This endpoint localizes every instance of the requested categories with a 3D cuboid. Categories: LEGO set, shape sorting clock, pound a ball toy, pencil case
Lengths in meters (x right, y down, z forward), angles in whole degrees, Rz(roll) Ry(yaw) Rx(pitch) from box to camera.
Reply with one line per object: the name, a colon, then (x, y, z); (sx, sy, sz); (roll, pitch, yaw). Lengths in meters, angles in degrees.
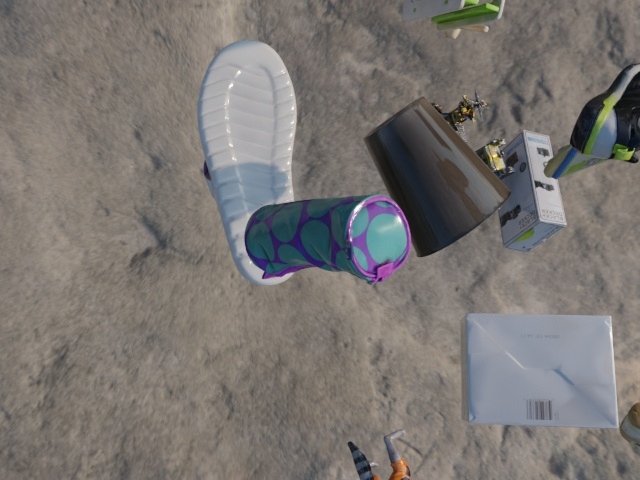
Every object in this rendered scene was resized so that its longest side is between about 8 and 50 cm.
LEGO set: (0.379, -0.263, 1.771); (0.254, 0.192, 0.332); (2, 70, -33)
shape sorting clock: (0.538, -0.187, 1.302); (0.206, 0.206, 0.040); (-19, 71, -7)
pound a ball toy: (0.361, -0.622, 1.694); (0.208, 0.319, 0.136); (6, 98, -24)
pencil case: (0.000, 0.000, 0.546); (0.064, 0.151, 0.070); (-2, 91, -38)

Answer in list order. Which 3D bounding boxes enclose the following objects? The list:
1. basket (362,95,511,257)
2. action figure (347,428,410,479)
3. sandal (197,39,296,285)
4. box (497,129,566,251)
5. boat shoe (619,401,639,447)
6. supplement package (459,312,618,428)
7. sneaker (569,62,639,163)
basket: (0.187, -0.120, 1.142); (0.204, 0.154, 0.227); (-37, 98, -8)
action figure: (0.129, 0.671, 1.583); (0.178, 0.330, 0.341); (24, 131, -24)
sandal: (-0.128, -0.130, 1.111); (0.169, 0.102, 0.417); (-2, 85, -23)
box: (0.564, -0.134, 1.796); (0.087, 0.169, 0.290); (9, 62, -19)
boat shoe: (0.479, 0.269, 0.860); (0.170, 0.059, 0.063); (25, 50, 11)
supplement package: (0.405, 0.248, 1.250); (0.261, 0.145, 0.204); (0, 78, 7)
sneaker: (0.402, -0.152, 0.833); (0.097, 0.084, 0.234); (30, 48, 28)
